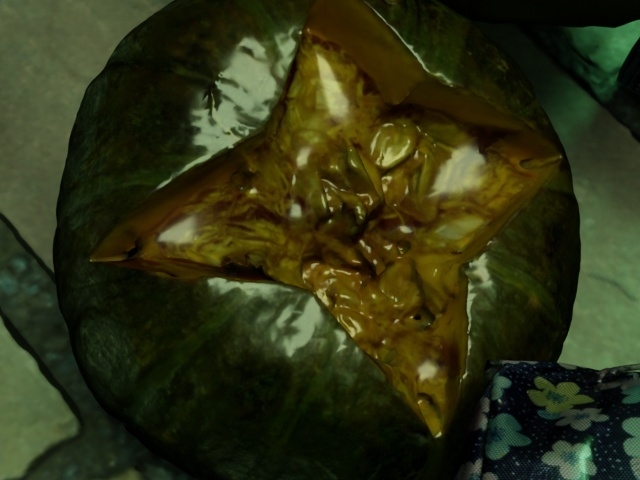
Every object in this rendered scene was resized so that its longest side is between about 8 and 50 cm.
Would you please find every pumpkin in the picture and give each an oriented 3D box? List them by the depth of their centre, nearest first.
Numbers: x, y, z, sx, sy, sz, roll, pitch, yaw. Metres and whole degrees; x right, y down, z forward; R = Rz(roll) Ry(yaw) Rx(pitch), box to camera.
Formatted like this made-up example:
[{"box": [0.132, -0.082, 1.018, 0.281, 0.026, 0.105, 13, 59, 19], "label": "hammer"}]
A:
[{"box": [-0.001, 0.000, 0.590, 0.238, 0.159, 0.238, 4, 78, -20], "label": "pumpkin"}]

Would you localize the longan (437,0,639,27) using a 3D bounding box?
[{"box": [0.122, -0.299, 0.648, 0.404, 0.404, 0.436, -9, 56, -14], "label": "longan"}]

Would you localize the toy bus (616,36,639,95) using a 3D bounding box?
[{"box": [0.246, -0.068, 0.737, 0.166, 0.047, 0.065, 36, 56, 10], "label": "toy bus"}]

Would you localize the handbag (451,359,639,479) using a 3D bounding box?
[{"box": [0.089, 0.175, 0.470, 0.127, 0.208, 0.228, 4, 40, 8], "label": "handbag"}]
